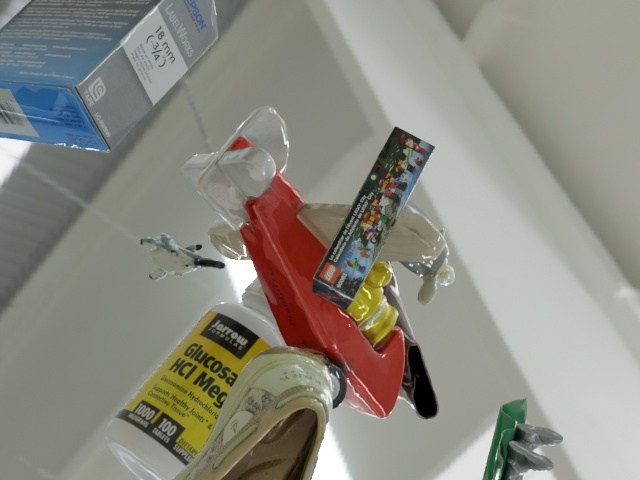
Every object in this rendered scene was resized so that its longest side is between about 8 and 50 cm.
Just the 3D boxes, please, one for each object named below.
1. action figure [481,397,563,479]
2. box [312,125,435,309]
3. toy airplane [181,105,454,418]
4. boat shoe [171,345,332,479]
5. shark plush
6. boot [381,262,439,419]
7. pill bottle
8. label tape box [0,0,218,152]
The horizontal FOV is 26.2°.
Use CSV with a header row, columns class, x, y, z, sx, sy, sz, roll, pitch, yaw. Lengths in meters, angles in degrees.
class,x,y,z,sx,sy,sz,roll,pitch,yaw
action figure,0.121,0.249,1.045,0.064,0.137,0.232,23,-68,13
box,0.047,-0.015,1.344,0.159,0.044,0.233,-61,178,-5
toy airplane,0.000,0.000,1.770,0.386,0.272,0.384,45,-33,27
boat shoe,-0.073,0.222,1.124,0.089,0.105,0.285,-107,-142,-67
shark plush,-0.215,0.016,2.150,0.161,0.067,0.073,-1,-64,45
boot,0.100,0.110,1.917,0.207,0.090,0.248,-144,-143,-69
pill bottle,-0.137,0.211,1.967,0.188,0.188,0.334,11,-125,51
label tape box,-0.259,-0.261,1.702,0.241,0.106,0.333,10,-130,39
